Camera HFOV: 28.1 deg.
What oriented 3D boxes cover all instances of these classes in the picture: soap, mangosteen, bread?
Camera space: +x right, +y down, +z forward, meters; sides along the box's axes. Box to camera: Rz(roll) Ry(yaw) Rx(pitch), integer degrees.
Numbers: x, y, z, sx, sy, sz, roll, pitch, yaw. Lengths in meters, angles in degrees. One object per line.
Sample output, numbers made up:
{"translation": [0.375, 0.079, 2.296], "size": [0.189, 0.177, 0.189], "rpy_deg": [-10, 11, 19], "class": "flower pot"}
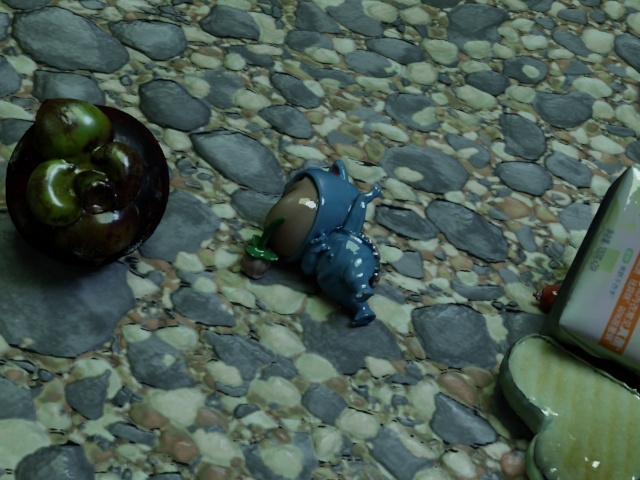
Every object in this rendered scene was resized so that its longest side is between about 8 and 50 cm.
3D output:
{"translation": [0.351, 0.050, 1.316], "size": [0.182, 0.138, 0.199], "rpy_deg": [26, 81, 6], "class": "soap"}
{"translation": [-0.226, -0.063, 1.254], "size": [0.173, 0.184, 0.172], "rpy_deg": [4, 57, -6], "class": "mangosteen"}
{"translation": [0.264, 0.186, 1.246], "size": [0.173, 0.064, 0.232], "rpy_deg": [0, 43, -16], "class": "bread"}

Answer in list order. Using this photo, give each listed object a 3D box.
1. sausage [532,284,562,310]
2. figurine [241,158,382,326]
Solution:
{"translation": [0.357, 0.079, 1.428], "size": [0.253, 0.034, 0.034], "rpy_deg": [10, 41, -11], "class": "sausage"}
{"translation": [-0.004, 0.003, 1.331], "size": [0.145, 0.114, 0.178], "rpy_deg": [-10, 56, -28], "class": "figurine"}
